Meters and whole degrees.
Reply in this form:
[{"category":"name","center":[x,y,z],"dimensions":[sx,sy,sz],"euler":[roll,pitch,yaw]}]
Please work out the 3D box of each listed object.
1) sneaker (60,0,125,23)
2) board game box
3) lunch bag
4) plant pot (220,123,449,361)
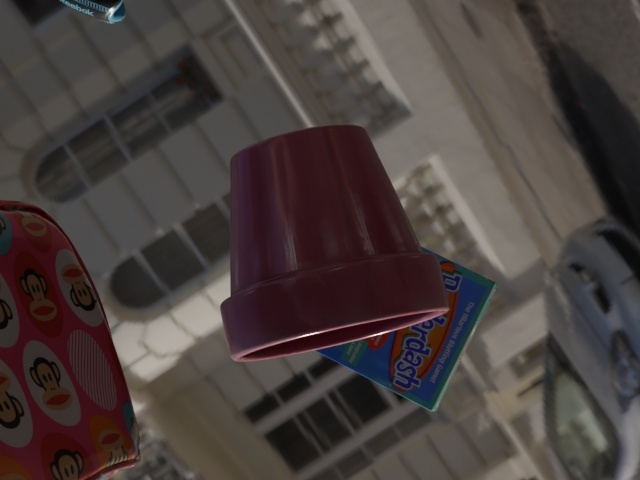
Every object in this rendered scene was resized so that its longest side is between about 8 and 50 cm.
[{"category":"sneaker","center":[-0.196,-0.400,1.423],"dimensions":[0.140,0.341,0.125],"euler":[36,169,8]},{"category":"board game box","center":[0.070,0.074,1.358],"dimensions":[0.210,0.160,0.047],"euler":[26,178,14]},{"category":"lunch bag","center":[-0.242,0.069,0.823],"dimensions":[0.293,0.120,0.258],"euler":[2,-113,-77]},{"category":"plant pot","center":[0.000,0.000,1.086],"dimensions":[0.201,0.201,0.180],"euler":[44,-146,-79]}]
